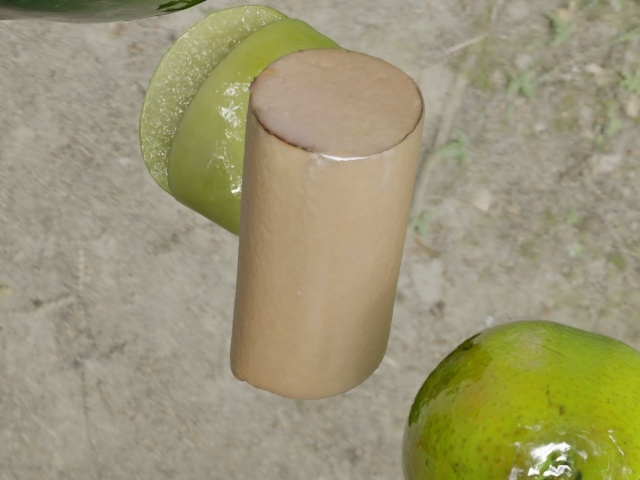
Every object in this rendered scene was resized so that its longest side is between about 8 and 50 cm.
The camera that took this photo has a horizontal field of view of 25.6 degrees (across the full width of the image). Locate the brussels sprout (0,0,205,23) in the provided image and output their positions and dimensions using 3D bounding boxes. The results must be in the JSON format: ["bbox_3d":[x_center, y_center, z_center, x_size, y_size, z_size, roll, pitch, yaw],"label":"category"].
[{"bbox_3d":[-0.064,-0.167,0.366,0.271,0.219,0.210,-21,120,-52],"label":"brussels sprout"}]

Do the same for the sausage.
[{"bbox_3d":[0.000,0.000,1.012,0.123,0.123,0.253,-13,133,-23],"label":"sausage"}]

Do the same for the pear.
[{"bbox_3d":[0.140,0.140,0.867,0.187,0.219,0.187,2,98,11],"label":"pear"}]

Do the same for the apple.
[{"bbox_3d":[-0.067,-0.133,1.647,0.292,0.292,0.254,29,94,-29],"label":"apple"}]
